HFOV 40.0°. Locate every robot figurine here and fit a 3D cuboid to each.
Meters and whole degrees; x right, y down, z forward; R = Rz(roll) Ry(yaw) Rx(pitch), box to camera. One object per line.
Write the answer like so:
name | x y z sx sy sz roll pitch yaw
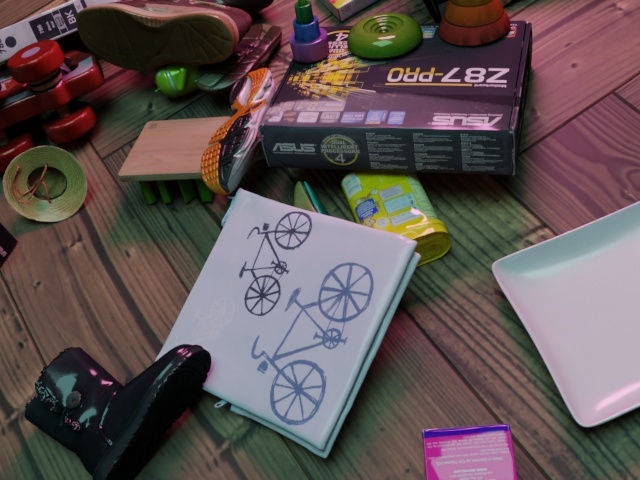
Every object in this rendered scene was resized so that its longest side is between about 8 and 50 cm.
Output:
robot figurine | -0.255 -0.307 1.635 0.115 0.067 0.101 -23 31 -1

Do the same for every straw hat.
straw hat | -0.483 -0.104 1.562 0.144 0.145 0.061 -23 12 -1

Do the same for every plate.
plate | 0.415 0.094 1.199 0.277 0.045 0.278 -22 54 -1

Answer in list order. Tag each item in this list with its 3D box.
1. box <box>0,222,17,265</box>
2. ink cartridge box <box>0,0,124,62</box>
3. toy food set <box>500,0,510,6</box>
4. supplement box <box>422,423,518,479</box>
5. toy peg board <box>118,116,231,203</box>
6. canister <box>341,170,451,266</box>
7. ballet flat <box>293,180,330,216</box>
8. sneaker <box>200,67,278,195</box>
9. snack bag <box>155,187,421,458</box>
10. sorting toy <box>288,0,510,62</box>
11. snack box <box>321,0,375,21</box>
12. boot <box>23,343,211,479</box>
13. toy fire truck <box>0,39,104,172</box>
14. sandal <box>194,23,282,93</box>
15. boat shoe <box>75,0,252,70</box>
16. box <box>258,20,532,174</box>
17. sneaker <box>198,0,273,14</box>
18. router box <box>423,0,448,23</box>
box | -0.639 -0.029 1.505 0.180 0.147 0.078 15 62 24
ink cartridge box | -0.547 -0.418 1.743 0.332 0.065 0.165 -24 17 -1
toy food set | 0.344 -0.594 1.631 0.219 0.092 0.306 -36 55 21
supplement box | 0.188 0.345 1.051 0.113 0.111 0.220 -6 56 10
toy peg board | -0.241 -0.134 1.523 0.161 0.079 0.161 -1 41 14
canister | 0.112 -0.042 1.355 0.126 0.073 0.170 -20 53 0
ballet flat | 0.000 0.000 1.357 0.073 0.080 0.232 -37 54 3
sneaker | -0.106 -0.164 1.462 0.099 0.121 0.263 -13 45 38
snack bag | -0.061 0.104 1.282 0.342 0.037 0.323 18 77 33
sorting toy | 0.123 -0.381 1.427 0.365 0.126 0.127 -7 39 4
snack box | 0.070 -0.492 1.689 0.141 0.037 0.100 -31 56 -6
boot | -0.300 0.208 1.271 0.207 0.094 0.247 34 87 29
toy fire truck | -0.561 -0.283 1.660 0.302 0.169 0.254 -25 36 -4
sandal | -0.145 -0.329 1.632 0.090 0.060 0.219 21 50 20
boat shoe | -0.285 -0.393 1.610 0.341 0.123 0.123 5 37 25
box | 0.132 -0.238 1.428 0.394 0.097 0.318 4 45 17
sneaker | -0.220 -0.426 1.698 0.286 0.109 0.130 -14 64 14
router box | 0.186 -0.537 1.521 0.081 0.309 0.243 -22 55 4
